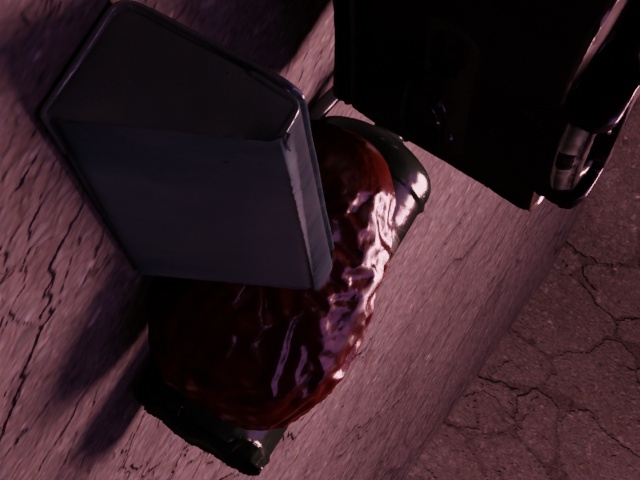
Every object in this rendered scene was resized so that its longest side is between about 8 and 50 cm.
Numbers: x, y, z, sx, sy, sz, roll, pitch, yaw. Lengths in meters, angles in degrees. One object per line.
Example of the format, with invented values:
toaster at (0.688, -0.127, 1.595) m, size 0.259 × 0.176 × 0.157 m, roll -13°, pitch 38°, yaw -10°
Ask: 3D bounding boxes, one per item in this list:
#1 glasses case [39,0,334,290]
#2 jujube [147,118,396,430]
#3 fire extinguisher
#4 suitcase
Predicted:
glasses case at (-0.050, -0.035, 0.866) m, size 0.266 × 0.105 × 0.056 m, roll 79°, pitch 17°, yaw -75°
jujube at (-0.023, 0.018, 1.041) m, size 0.176 × 0.112 × 0.109 m, roll -63°, pitch -154°, yaw 5°
fire extinguisher at (0.000, 0.000, 1.167) m, size 0.294 × 0.118 × 0.093 m, roll -58°, pitch -155°, yaw -13°
suitcase at (0.160, -0.235, 0.994) m, size 0.434 × 0.194 × 0.283 m, roll -58°, pitch 170°, yaw -14°
